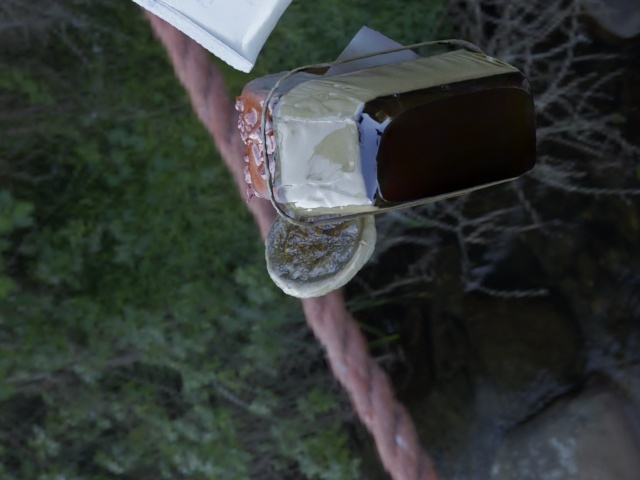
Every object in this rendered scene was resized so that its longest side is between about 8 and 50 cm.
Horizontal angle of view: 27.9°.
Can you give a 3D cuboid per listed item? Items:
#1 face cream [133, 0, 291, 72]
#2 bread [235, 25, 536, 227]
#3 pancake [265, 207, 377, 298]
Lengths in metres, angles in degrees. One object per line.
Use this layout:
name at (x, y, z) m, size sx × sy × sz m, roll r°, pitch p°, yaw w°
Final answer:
face cream at (-0.049, -0.144, 0.534) m, size 0.114 × 0.070 × 0.224 m, roll 31°, pitch 159°, yaw -7°
bread at (0.042, -0.093, 1.009) m, size 0.212 × 0.224 × 0.142 m, roll 18°, pitch 117°, yaw 55°
pancake at (0.000, 0.000, 1.421) m, size 0.139 × 0.139 × 0.022 m, roll 45°, pitch 176°, yaw 42°
